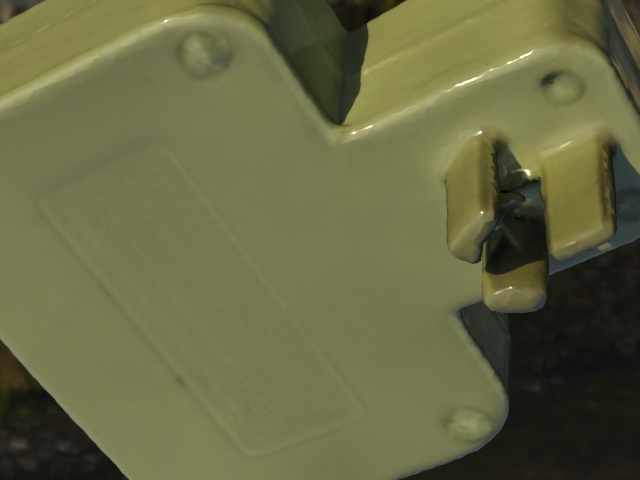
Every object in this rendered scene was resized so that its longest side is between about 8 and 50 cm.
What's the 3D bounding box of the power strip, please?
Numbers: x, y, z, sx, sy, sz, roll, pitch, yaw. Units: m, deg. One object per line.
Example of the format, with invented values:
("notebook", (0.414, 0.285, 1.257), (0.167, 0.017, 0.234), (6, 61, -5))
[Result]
("power strip", (0.000, 0.000, 0.583), (0.261, 0.141, 0.229), (-23, 121, 20))
